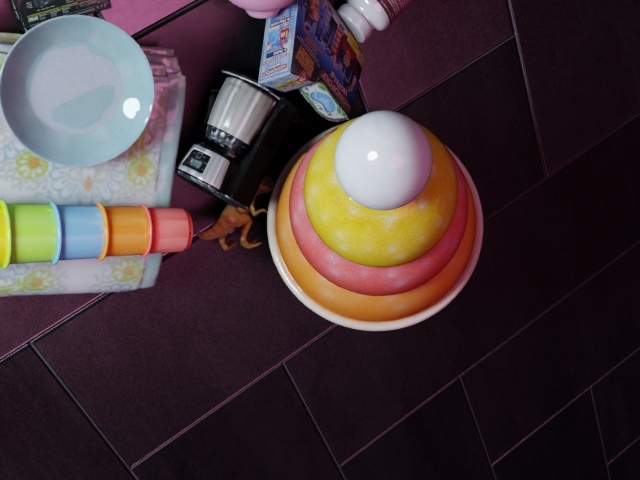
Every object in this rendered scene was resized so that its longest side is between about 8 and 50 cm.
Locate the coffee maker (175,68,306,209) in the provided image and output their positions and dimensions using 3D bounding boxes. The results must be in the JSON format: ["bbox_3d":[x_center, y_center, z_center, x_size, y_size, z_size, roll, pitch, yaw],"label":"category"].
[{"bbox_3d":[-0.113,-0.141,1.228,0.171,0.120,0.178,27,89,-35],"label":"coffee maker"}]

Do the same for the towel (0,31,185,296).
[{"bbox_3d":[-0.364,-0.097,1.132,0.320,0.090,0.375,1,112,-29],"label":"towel"}]

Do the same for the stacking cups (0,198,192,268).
[{"bbox_3d":[-0.326,-0.016,1.081,0.316,0.096,0.096,-5,115,-30],"label":"stacking cups"}]

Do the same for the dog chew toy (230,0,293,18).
[{"bbox_3d":[-0.083,-0.459,1.064,0.206,0.206,0.332,-17,129,-24],"label":"dog chew toy"}]

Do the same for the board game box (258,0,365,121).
[{"bbox_3d":[-0.019,-0.271,1.205,0.194,0.060,0.194,49,44,-38],"label":"board game box"}]

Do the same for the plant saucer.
[{"bbox_3d":[-0.311,-0.191,1.038,0.194,0.037,0.195,-12,118,-25],"label":"plant saucer"}]

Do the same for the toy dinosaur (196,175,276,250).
[{"bbox_3d":[-0.145,-0.030,1.301,0.211,0.064,0.112,-48,141,-42],"label":"toy dinosaur"}]

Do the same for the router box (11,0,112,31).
[{"bbox_3d":[-0.344,-0.334,1.054,0.122,0.038,0.092,-23,124,-21],"label":"router box"}]

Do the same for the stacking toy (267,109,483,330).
[{"bbox_3d":[0.089,-0.067,1.126,0.350,0.350,0.480,-42,172,-8],"label":"stacking toy"}]

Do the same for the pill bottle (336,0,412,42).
[{"bbox_3d":[0.097,-0.387,1.272,0.152,0.086,0.086,-47,128,-5],"label":"pill bottle"}]

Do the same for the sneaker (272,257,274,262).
[{"bbox_3d":[0.000,0.000,1.428,0.188,0.066,0.071,-14,136,-20],"label":"sneaker"}]
